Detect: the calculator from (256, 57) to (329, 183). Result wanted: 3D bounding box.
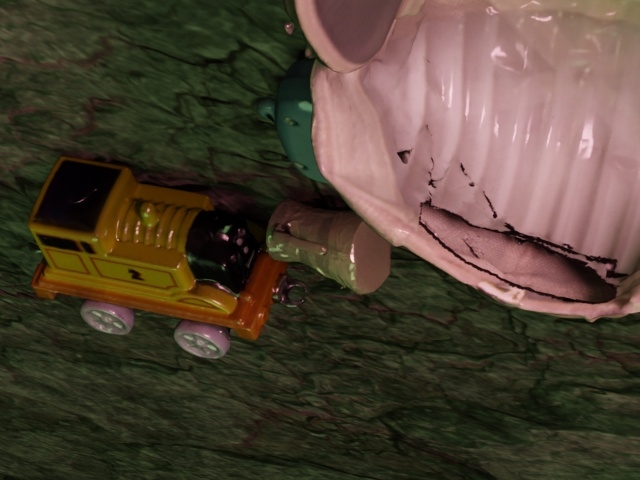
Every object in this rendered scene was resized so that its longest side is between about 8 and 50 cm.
[{"bbox_3d":[0.064,-0.050,1.054,0.210,0.039,0.121,15,160,10],"label":"calculator"}]

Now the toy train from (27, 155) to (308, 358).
[{"bbox_3d":[-0.116,0.008,1.318,0.219,0.089,0.127,11,151,21],"label":"toy train"}]

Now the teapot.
[{"bbox_3d":[0.000,0.000,1.235,0.083,0.057,0.067,14,-170,31],"label":"teapot"}]

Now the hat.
[{"bbox_3d":[0.108,-0.096,0.727,0.232,0.161,0.275,10,138,4],"label":"hat"}]
